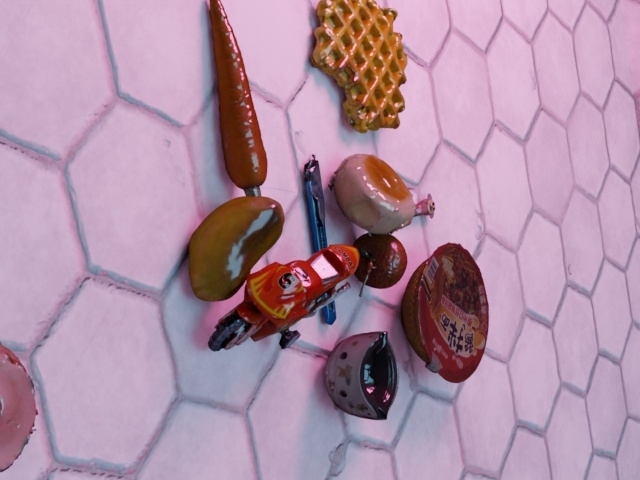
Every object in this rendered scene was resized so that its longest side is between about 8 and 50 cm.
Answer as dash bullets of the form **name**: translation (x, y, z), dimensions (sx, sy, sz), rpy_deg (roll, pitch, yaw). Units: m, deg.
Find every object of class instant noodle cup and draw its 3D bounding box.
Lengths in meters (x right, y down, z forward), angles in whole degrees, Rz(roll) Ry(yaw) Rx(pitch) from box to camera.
- **instant noodle cup**: translation (0.223, 0.140, 2.159), dimensions (0.274, 0.091, 0.274), rpy_deg (7, 81, -54)

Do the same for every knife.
- **knife**: translation (0.002, 0.000, 1.925), dimensions (0.044, 0.026, 0.296), rpy_deg (-20, 103, -65)

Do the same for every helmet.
- **helmet**: translation (0.065, 0.233, 1.930), dimensions (0.177, 0.107, 0.153), rpy_deg (26, 62, -71)

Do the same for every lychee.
- **lychee**: translation (0.105, 0.038, 1.985), dimensions (0.140, 0.101, 0.114), rpy_deg (81, -2, -84)

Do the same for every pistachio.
- **pistachio**: translation (-0.136, 0.006, 1.680), dimensions (0.110, 0.100, 0.189), rpy_deg (39, 78, -13)

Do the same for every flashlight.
- **flashlight**: translation (0.195, -0.061, 2.186), dimensions (0.110, 0.031, 0.052), rpy_deg (-16, 101, -53)

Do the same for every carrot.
- **carrot**: translation (-0.134, -0.216, 1.738), dimensions (0.069, 0.069, 0.336), rpy_deg (-10, 89, -53)

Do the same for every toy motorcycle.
- **toy motorcycle**: translation (-0.054, 0.091, 1.736), dimensions (0.089, 0.171, 0.298), rpy_deg (43, 31, 15)

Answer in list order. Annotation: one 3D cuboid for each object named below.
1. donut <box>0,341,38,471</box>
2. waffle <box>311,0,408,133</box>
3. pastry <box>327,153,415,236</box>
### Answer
- **donut**: translation (-0.394, 0.209, 1.337), dimensions (0.117, 0.065, 0.166), rpy_deg (36, 61, -45)
- **waffle**: translation (0.077, -0.323, 2.032), dimensions (0.291, 0.051, 0.291), rpy_deg (12, 75, -52)
- **pastry**: translation (0.095, -0.079, 1.968), dimensions (0.166, 0.088, 0.166), rpy_deg (30, 33, -22)
